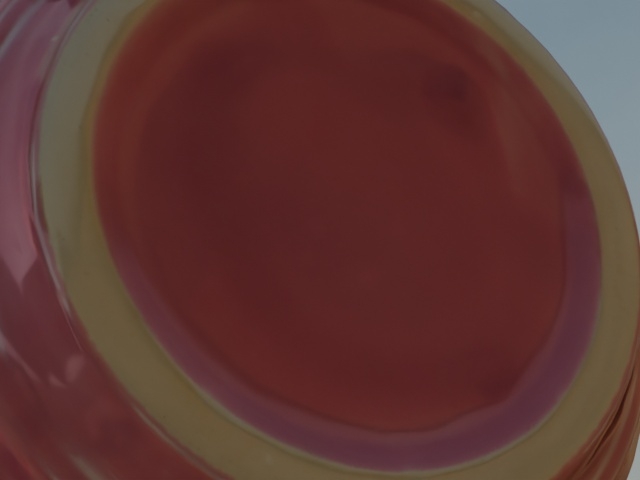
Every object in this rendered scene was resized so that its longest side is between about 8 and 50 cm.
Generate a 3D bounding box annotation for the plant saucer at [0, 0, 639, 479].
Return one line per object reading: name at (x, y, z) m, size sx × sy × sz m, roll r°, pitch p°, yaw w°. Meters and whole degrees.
plant saucer at (0.000, 0.000, 0.570) m, size 0.332 × 0.332 × 0.084 m, roll -24°, pitch -12°, yaw -32°
